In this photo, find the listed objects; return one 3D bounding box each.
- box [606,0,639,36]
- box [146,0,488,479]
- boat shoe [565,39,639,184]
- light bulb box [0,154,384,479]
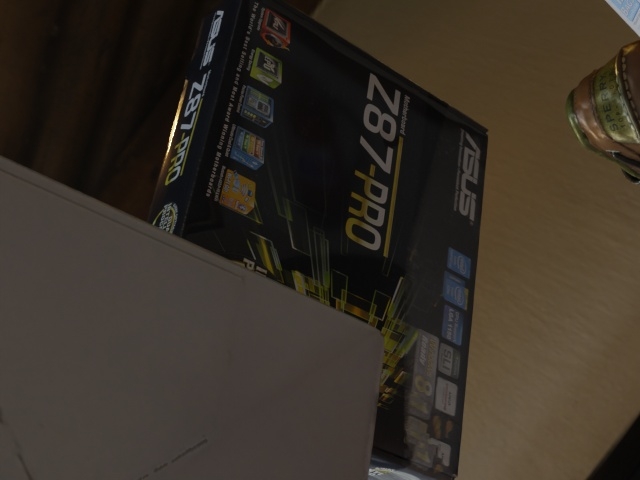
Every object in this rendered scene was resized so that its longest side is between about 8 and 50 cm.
[{"bbox_3d":[0.221,-0.228,0.599,0.103,0.114,0.203,-33,-19,-12],"label":"box"},{"bbox_3d":[0.000,0.000,0.952,0.318,0.097,0.395,28,-124,-28],"label":"box"},{"bbox_3d":[0.281,-0.097,0.811,0.307,0.104,0.110,14,-118,-56],"label":"boat shoe"},{"bbox_3d":[-0.187,0.201,0.392,0.225,0.361,0.358,27,-125,-24],"label":"light bulb box"}]
